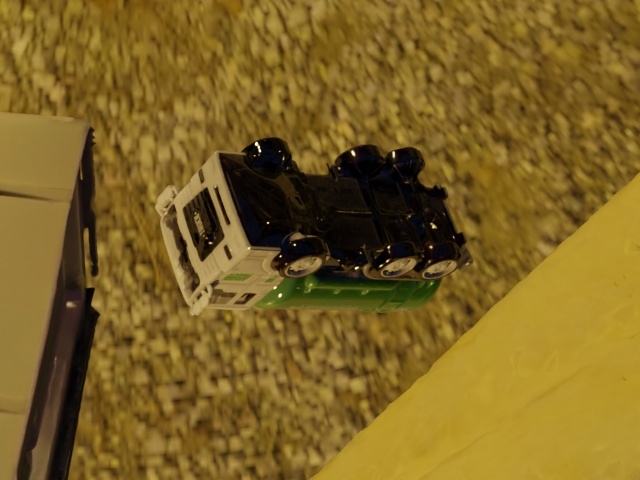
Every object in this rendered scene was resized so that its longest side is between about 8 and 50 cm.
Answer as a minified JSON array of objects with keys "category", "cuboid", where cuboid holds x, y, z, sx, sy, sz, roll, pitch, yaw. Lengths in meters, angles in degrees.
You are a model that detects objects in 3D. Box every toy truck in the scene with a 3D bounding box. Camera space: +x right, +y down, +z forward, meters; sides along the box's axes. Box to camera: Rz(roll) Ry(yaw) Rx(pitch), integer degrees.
[{"category":"toy truck","cuboid":[0.000,0.000,1.382,0.243,0.101,0.125,4,147,-42]}]

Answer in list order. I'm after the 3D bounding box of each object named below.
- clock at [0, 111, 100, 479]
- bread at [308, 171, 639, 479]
[{"category":"clock","cuboid":[-0.141,0.058,0.788,0.071,0.192,0.147,6,146,0]},{"category":"bread","cuboid":[0.101,0.185,0.557,0.405,0.242,0.345,-40,129,-16]}]
